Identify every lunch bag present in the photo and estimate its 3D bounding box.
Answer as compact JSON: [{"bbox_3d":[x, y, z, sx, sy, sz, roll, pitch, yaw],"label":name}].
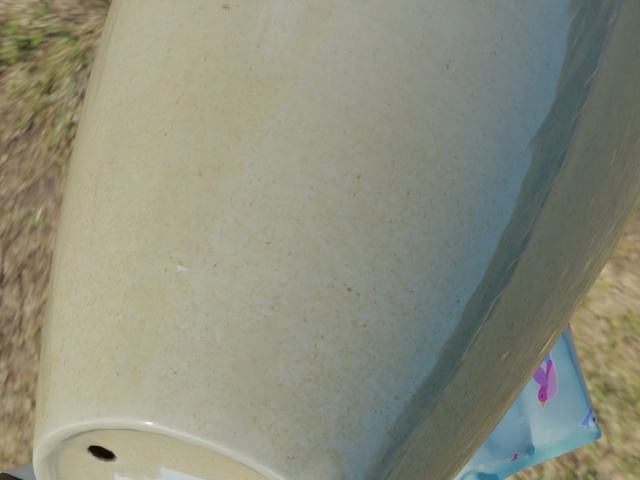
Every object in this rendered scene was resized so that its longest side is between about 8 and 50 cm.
[{"bbox_3d":[0.061,0.053,1.325,0.160,0.262,0.223,-20,102,-24],"label":"lunch bag"}]

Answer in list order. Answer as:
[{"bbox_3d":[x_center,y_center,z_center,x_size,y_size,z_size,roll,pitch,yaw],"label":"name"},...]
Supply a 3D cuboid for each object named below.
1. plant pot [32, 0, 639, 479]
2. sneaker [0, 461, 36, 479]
[{"bbox_3d":[0.000,0.000,0.717,0.256,0.256,0.274,29,54,-9],"label":"plant pot"},{"bbox_3d":[-0.193,0.228,1.671,0.146,0.330,0.122,-45,67,32],"label":"sneaker"}]
